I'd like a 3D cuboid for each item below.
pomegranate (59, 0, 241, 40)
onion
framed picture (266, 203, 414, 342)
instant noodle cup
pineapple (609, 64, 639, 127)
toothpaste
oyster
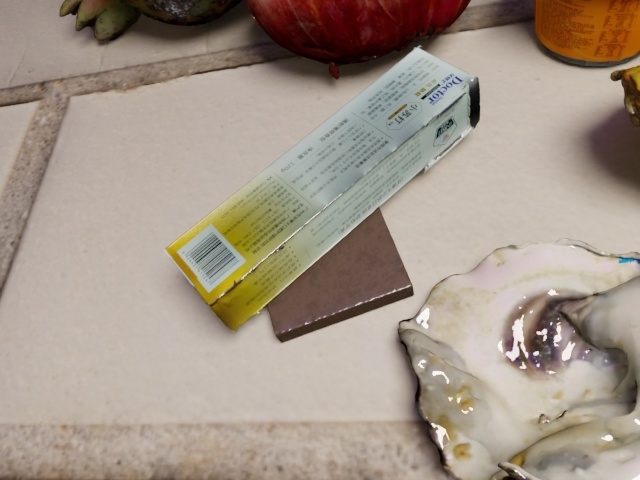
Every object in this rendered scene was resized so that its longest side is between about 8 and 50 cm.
[{"bbox_3d":[-0.223,-0.391,0.698,0.341,0.285,0.284,-32,48,36],"label":"pomegranate"},{"bbox_3d":[0.040,-0.326,0.564,0.277,0.276,0.276,-7,57,11],"label":"onion"},{"bbox_3d":[0.000,0.000,0.508,0.128,0.023,0.168,-21,56,3],"label":"framed picture"},{"bbox_3d":[0.290,-0.260,0.532,0.208,0.125,0.177,-6,56,12],"label":"instant noodle cup"},{"bbox_3d":[0.349,-0.084,0.436,0.250,0.164,0.139,-14,17,1],"label":"pineapple"},{"bbox_3d":[0.010,-0.056,0.484,0.313,0.071,0.089,-41,55,-11],"label":"toothpaste"},{"bbox_3d":[0.167,0.082,0.366,0.214,0.083,0.222,-28,35,4],"label":"oyster"}]
